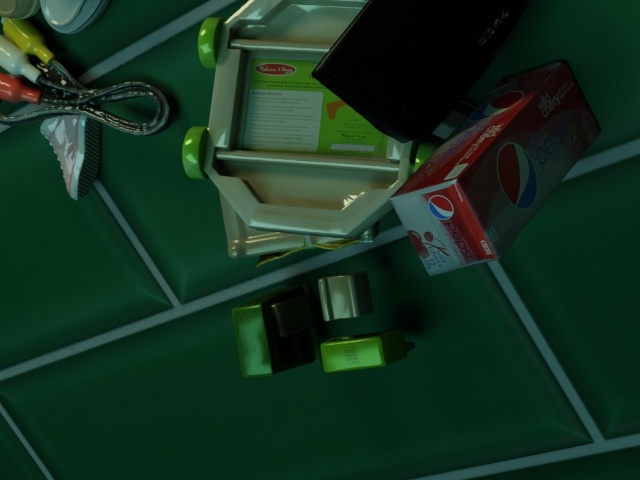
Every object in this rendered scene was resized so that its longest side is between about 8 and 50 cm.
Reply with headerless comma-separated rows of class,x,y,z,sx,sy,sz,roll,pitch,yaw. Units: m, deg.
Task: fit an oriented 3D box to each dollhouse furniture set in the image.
dollhouse furniture set,0.000,0.000,1.727,0.197,0.151,0.302,-9,92,24

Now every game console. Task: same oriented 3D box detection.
game console,0.023,-0.272,1.456,0.361,0.044,0.213,39,93,17

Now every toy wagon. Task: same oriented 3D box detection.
toy wagon,0.005,-0.177,1.506,0.267,0.068,0.344,5,84,16

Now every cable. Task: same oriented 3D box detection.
cable,-0.321,-0.180,1.801,0.287,0.072,0.139,28,96,23

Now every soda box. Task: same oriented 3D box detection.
soda box,0.175,-0.074,1.410,0.083,0.263,0.092,-16,111,41

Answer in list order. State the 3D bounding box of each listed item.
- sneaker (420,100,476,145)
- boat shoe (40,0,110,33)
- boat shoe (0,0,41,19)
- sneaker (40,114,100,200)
sneaker,0.067,-0.116,1.586,0.217,0.079,0.121,26,131,17
boat shoe,-0.280,-0.333,1.672,0.096,0.088,0.267,41,135,4
boat shoe,-0.418,-0.394,1.719,0.109,0.098,0.302,5,123,33
sneaker,-0.325,-0.121,1.880,0.070,0.051,0.134,20,122,17
